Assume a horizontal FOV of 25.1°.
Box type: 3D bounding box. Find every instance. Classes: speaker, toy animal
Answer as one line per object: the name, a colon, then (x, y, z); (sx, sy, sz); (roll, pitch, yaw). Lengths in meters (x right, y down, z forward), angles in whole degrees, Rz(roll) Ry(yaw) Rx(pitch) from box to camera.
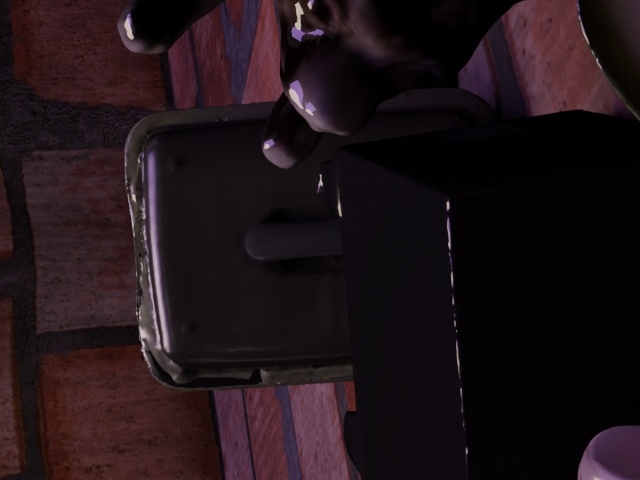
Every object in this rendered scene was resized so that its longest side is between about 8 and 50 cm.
speaker: (0.122, 0.057, 0.814); (0.254, 0.184, 0.232); (-145, 48, -74)
toy animal: (0.068, -0.210, 0.781); (0.303, 0.194, 0.344); (-6, 55, 59)

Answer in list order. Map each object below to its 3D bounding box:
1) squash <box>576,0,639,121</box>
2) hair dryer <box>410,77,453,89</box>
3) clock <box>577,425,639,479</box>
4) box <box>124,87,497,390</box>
squash: (0.181, -0.103, 0.584); (0.123, 0.170, 0.170); (25, -119, -89)
hair dryer: (0.076, -0.221, 1.233); (0.114, 0.071, 0.248); (-157, 72, -77)
clock: (0.182, 0.279, 0.569); (0.342, 0.184, 0.325); (-74, -17, -66)
box: (0.000, 0.000, 1.107); (0.166, 0.291, 0.220); (30, -125, -88)
